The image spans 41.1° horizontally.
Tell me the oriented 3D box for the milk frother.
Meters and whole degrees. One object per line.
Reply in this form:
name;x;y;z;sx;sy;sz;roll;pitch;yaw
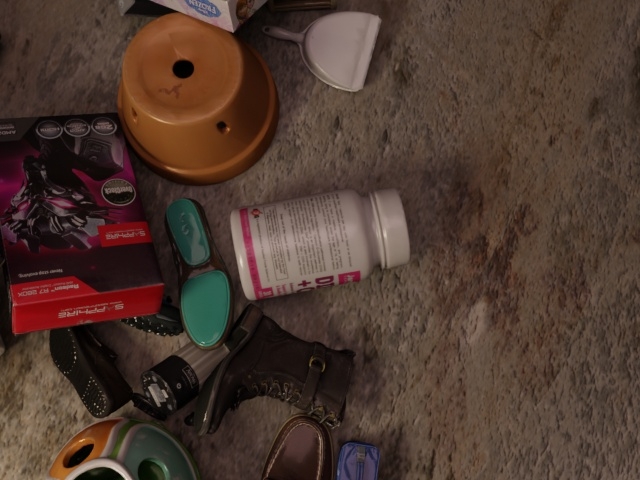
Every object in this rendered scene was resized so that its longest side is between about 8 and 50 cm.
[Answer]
milk frother;-0.238;0.234;1.436;0.135;0.143;0.129;-33;119;-41

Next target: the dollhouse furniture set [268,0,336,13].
dollhouse furniture set;-0.040;-0.534;1.565;0.129;0.129;0.184;-3;79;0

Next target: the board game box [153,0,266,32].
board game box;-0.181;-0.515;1.459;0.318;0.066;0.319;27;60;24

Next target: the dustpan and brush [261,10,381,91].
dustpan and brush;-0.008;-0.368;1.575;0.211;0.060;0.147;16;92;-3

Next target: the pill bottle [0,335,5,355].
pill bottle;-0.652;0.056;1.422;0.188;0.188;0.334;-24;80;-4

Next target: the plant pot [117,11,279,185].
plant pot;-0.220;-0.260;1.475;0.291;0.203;0.291;0;78;0

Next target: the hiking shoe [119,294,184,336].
hiking shoe;-0.348;0.052;1.460;0.304;0.113;0.132;30;69;-1

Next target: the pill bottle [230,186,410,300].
pill bottle;0.000;0.000;1.442;0.283;0.160;0.160;-11;79;-2

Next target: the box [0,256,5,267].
box;-0.712;0.056;1.227;0.395;0.097;0.318;35;102;-13

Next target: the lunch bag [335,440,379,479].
lunch bag;0.060;0.383;1.412;0.067;0.065;0.098;7;78;2

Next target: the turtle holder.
turtle holder;-0.305;0.436;1.322;0.243;0.227;0.320;-7;78;-1

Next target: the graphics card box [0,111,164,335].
graphics card box;-0.411;-0.041;1.396;0.233;0.094;0.371;-7;58;-23

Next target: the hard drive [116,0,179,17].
hard drive;-0.306;-0.538;1.573;0.172;0.054;0.255;-5;80;-28

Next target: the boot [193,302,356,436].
boot;-0.062;0.241;1.377;0.229;0.091;0.263;32;55;-9

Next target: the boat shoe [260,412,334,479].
boat shoe;-0.058;0.449;1.370;0.123;0.123;0.342;18;79;4

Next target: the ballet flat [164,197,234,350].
ballet flat;-0.198;0.060;1.456;0.095;0.096;0.280;-14;69;1

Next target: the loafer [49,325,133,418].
loafer;-0.388;0.207;1.442;0.220;0.078;0.080;53;123;27
